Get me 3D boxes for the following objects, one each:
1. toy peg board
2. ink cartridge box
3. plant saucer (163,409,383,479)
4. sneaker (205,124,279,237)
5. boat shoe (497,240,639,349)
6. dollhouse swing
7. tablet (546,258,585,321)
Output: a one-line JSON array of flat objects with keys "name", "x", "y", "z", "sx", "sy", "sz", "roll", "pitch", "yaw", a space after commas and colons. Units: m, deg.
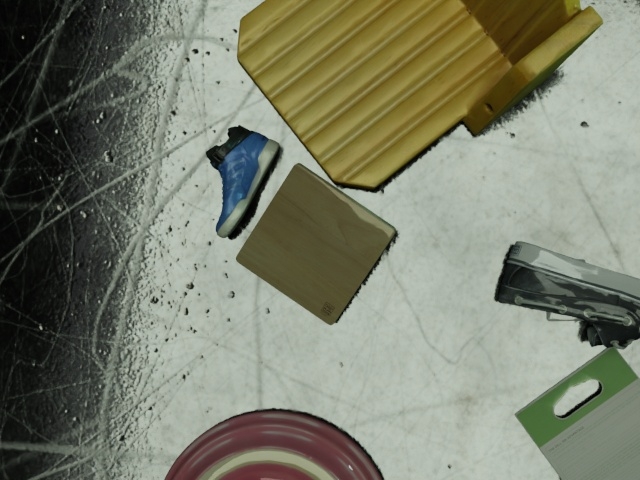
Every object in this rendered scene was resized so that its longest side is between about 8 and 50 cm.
[{"name": "toy peg board", "x": 0.000, "y": 0.000, "z": 1.738, "sx": 0.161, "sy": 0.079, "sz": 0.160, "roll": 35, "pitch": 107, "yaw": 5}, {"name": "ink cartridge box", "x": 0.394, "y": 0.282, "z": 1.698, "sx": 0.171, "sy": 0.056, "sz": 0.235, "roll": -36, "pitch": 61, "yaw": 3}, {"name": "plant saucer", "x": -0.066, "y": 0.396, "z": 1.715, "sx": 0.332, "sy": 0.084, "sz": 0.332, "roll": 0, "pitch": 89, "yaw": 4}, {"name": "sneaker", "x": -0.126, "y": -0.084, "z": 1.747, "sx": 0.085, "sy": 0.058, "sz": 0.152, "roll": 28, "pitch": 86, "yaw": -1}, {"name": "boat shoe", "x": 0.381, "y": 0.094, "z": 1.674, "sx": 0.301, "sy": 0.108, "sz": 0.102, "roll": 19, "pitch": 88, "yaw": 4}, {"name": "dollhouse swing", "x": 0.094, "y": -0.281, "z": 1.636, "sx": 0.305, "sy": 0.315, "sz": 0.347, "roll": -36, "pitch": 86, "yaw": -18}, {"name": "tablet", "x": 0.332, "y": 0.067, "z": 1.733, "sx": 0.054, "sy": 0.006, "sz": 0.083, "roll": -1, "pitch": 88, "yaw": 4}]
